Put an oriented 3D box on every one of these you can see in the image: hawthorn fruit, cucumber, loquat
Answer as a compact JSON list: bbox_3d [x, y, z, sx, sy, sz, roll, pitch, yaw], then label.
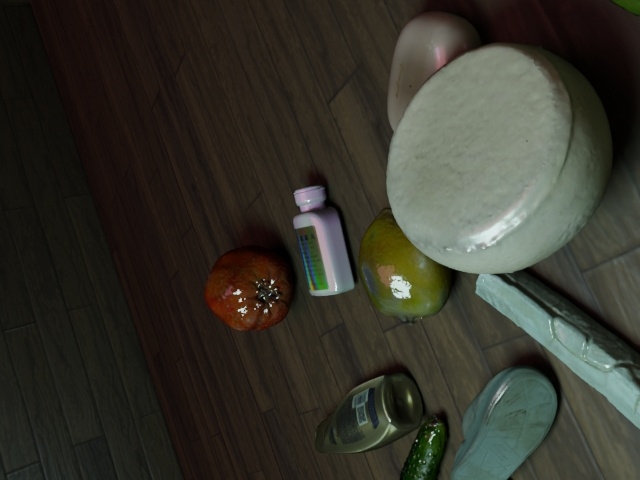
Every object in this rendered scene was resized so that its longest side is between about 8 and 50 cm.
[{"bbox_3d":[-0.174,0.109,1.519,0.253,0.205,0.205,3,105,62],"label":"hawthorn fruit"},{"bbox_3d":[0.189,0.406,1.195,0.069,0.069,0.228,41,130,43],"label":"cucumber"},{"bbox_3d":[0.135,0.041,1.063,0.152,0.152,0.195,-29,68,57],"label":"loquat"}]

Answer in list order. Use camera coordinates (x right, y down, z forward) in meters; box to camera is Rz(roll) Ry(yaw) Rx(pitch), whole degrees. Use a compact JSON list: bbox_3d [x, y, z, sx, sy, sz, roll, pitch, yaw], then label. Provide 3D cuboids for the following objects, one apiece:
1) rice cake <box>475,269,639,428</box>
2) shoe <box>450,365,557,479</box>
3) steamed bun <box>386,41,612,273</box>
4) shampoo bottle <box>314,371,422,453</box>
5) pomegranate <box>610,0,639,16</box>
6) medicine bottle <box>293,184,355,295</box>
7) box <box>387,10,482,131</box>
[{"bbox_3d":[0.340,0.137,0.853,0.336,0.062,0.066,41,144,40],"label":"rice cake"},{"bbox_3d":[0.272,0.280,0.999,0.100,0.103,0.251,-71,1,-65],"label":"shoe"},{"bbox_3d":[0.226,-0.092,0.812,0.283,0.177,0.283,-20,63,45],"label":"steamed bun"},{"bbox_3d":[0.081,0.365,1.323,0.350,0.084,0.126,131,136,-54],"label":"shampoo bottle"},{"bbox_3d":[0.334,-0.316,0.537,0.254,0.271,0.254,28,154,15],"label":"pomegranate"},{"bbox_3d":[0.000,0.000,1.315,0.115,0.078,0.219,-9,94,60],"label":"medicine bottle"},{"bbox_3d":[0.164,-0.230,0.956,0.146,0.088,0.200,41,135,45],"label":"box"}]
